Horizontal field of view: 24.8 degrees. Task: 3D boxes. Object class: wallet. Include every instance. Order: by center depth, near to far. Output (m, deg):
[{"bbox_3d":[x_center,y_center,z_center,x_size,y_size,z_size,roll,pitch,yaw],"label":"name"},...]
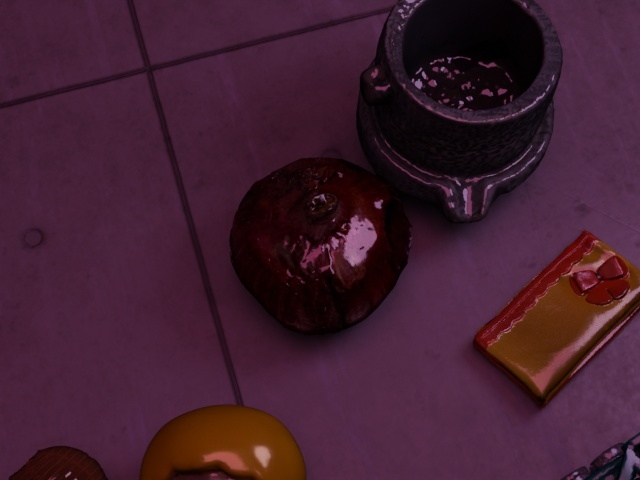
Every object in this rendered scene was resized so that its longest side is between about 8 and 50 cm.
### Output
[{"bbox_3d":[0.334,0.099,1.991,0.241,0.067,0.141,-43,70,-16],"label":"wallet"}]

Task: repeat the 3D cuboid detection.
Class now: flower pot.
[{"bbox_3d":[0.187,-0.178,2.004,0.299,0.283,0.299,1,66,-3],"label":"flower pot"}]

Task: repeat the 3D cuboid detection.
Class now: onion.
[{"bbox_3d":[0.000,0.000,1.957,0.252,0.219,0.252,2,70,-4],"label":"onion"}]

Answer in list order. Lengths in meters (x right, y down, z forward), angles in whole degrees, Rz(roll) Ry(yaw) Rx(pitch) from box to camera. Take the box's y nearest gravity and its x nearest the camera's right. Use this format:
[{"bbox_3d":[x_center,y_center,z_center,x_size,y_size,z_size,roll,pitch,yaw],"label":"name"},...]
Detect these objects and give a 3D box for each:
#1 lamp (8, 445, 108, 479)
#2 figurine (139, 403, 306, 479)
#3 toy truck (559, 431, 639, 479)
[{"bbox_3d":[-0.335,0.330,1.859,0.136,0.136,0.136,0,66,1],"label":"lamp"},{"bbox_3d":[-0.111,0.375,1.821,0.215,0.187,0.343,-13,72,8],"label":"figurine"},{"bbox_3d":[0.449,0.305,1.840,0.363,0.178,0.176,-30,69,-15],"label":"toy truck"}]
